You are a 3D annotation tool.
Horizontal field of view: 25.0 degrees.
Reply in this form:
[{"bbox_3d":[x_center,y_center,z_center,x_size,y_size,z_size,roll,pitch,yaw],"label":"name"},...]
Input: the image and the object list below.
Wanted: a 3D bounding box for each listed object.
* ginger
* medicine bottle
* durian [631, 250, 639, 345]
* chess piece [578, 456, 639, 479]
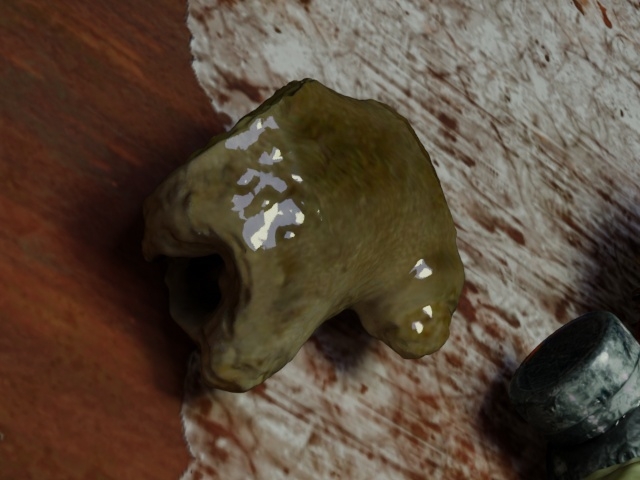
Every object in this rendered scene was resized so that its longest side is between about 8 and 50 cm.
[{"bbox_3d":[0.000,0.000,0.953,0.221,0.130,0.276,54,45,-18],"label":"ginger"},{"bbox_3d":[0.269,0.189,1.086,0.293,0.141,0.141,47,41,-11],"label":"medicine bottle"},{"bbox_3d":[0.432,0.068,1.215,0.347,0.347,0.384,46,10,-13],"label":"durian"},{"bbox_3d":[0.267,0.364,0.928,0.234,0.234,0.442,-27,80,-50],"label":"chess piece"}]
